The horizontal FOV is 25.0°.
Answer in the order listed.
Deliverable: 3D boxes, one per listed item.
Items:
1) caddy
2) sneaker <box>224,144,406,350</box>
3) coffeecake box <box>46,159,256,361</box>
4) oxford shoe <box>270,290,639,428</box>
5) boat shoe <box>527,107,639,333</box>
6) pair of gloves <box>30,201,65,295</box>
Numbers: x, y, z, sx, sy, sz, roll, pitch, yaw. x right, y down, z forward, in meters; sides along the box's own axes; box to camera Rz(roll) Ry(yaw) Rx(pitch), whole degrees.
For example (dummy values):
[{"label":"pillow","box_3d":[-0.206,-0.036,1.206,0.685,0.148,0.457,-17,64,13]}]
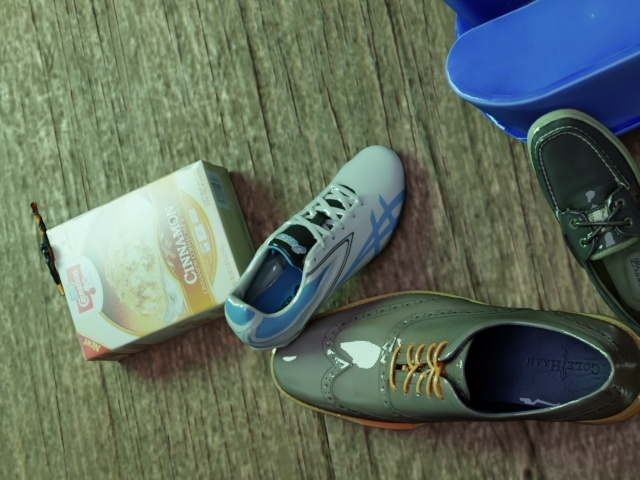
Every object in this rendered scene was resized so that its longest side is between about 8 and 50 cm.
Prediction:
[{"label":"caddy","box_3d":[0.251,-0.223,1.253,0.341,0.179,0.241,-23,70,29]},{"label":"sneaker","box_3d":[0.000,0.000,1.352,0.085,0.086,0.237,31,73,25]},{"label":"coffeecake box","box_3d":[-0.163,0.023,1.441,0.185,0.068,0.142,-23,77,17]},{"label":"oxford shoe","box_3d":[0.108,0.104,1.291,0.363,0.132,0.130,-4,83,23]},{"label":"boat shoe","box_3d":[0.247,-0.011,1.223,0.080,0.073,0.223,-24,119,18]},{"label":"pair of gloves","box_3d":[-0.280,0.010,1.477,0.010,0.074,0.083,-18,49,-7]}]
